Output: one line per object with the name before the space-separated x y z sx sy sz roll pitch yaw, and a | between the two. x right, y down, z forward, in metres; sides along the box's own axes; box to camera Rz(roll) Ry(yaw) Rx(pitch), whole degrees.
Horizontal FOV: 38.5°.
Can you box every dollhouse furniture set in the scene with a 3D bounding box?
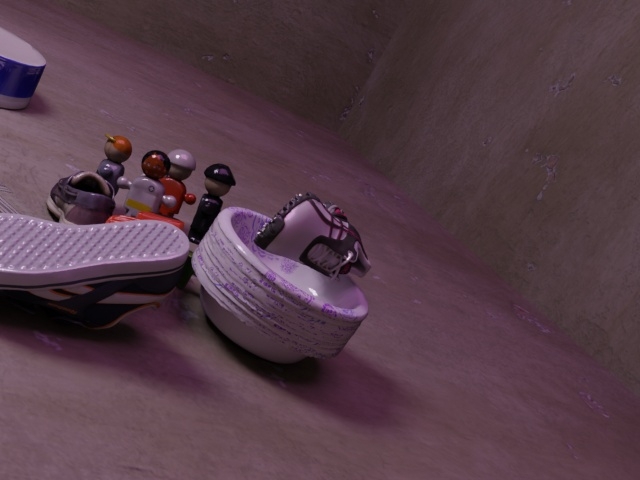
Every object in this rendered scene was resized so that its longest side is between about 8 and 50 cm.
dollhouse furniture set | -0.221 0.029 1.558 0.076 0.058 0.151 31 14 -1

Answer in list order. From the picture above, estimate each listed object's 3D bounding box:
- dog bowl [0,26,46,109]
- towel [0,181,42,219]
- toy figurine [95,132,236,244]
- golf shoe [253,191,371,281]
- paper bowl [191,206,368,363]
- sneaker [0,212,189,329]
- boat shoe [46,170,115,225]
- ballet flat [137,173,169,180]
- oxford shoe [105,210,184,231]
dog bowl | -0.708 -0.380 1.885 0.265 0.104 0.265 28 14 -8
towel | -0.549 -0.064 1.262 0.324 0.056 0.312 35 12 26
toy figurine | -0.280 -0.098 1.616 0.209 0.148 0.213 17 6 -41
golf shoe | 0.000 0.000 1.411 0.120 0.105 0.273 48 18 18
paper bowl | -0.076 0.085 1.457 0.284 0.148 0.284 33 13 -9
sneaker | -0.332 0.047 1.167 0.321 0.127 0.126 2 39 -25
boat shoe | -0.373 -0.064 1.460 0.103 0.092 0.285 20 8 -21
ballet flat | -0.330 -0.114 1.835 0.074 0.074 0.203 29 20 -7
oxford shoe | -0.266 0.016 1.383 0.097 0.098 0.271 16 5 5
